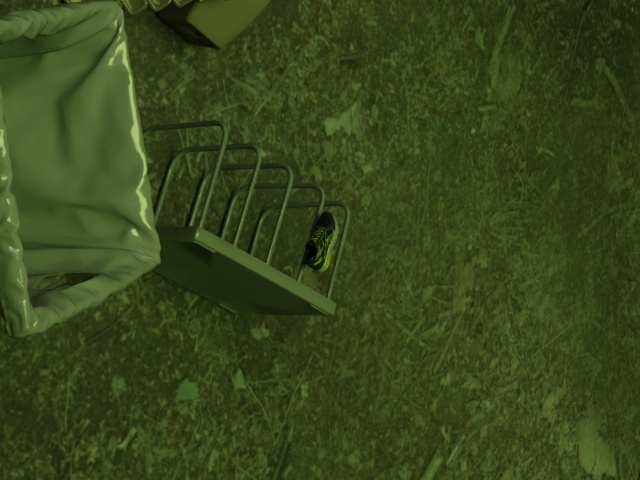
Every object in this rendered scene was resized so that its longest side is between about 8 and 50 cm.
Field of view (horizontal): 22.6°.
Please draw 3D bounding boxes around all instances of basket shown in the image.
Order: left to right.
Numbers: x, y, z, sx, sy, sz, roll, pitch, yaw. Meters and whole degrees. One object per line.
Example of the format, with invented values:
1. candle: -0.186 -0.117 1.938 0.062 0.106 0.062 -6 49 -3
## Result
1. basket: -0.375 -0.085 1.771 0.328 0.266 0.331 -35 121 -67

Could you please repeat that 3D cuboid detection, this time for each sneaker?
1. sneaker: 0.000 0.000 2.127 0.035 0.031 0.083 22 71 -45

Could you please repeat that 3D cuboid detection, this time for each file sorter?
1. file sorter: -0.117 -0.024 2.163 0.277 0.192 0.173 31 67 -42

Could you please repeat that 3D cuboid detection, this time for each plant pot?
1. plant pot: -0.155 -0.321 2.172 0.109 0.109 0.096 37 77 -41

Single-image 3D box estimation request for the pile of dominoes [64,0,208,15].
1. pile of dominoes: -0.235 -0.393 2.067 0.251 0.040 0.196 -11 104 -10
